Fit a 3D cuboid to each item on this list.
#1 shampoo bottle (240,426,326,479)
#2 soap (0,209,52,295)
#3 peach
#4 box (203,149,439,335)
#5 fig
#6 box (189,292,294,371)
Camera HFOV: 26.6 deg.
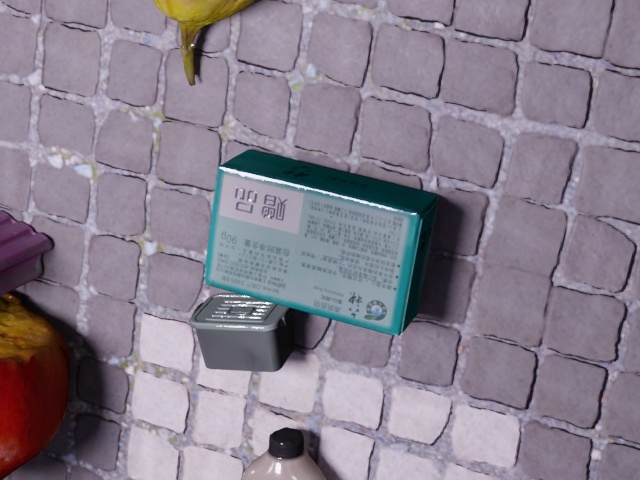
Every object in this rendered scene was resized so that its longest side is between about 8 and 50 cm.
[{"bbox_3d":[-0.045,0.353,1.674,0.127,0.078,0.256,10,112,23],"label":"shampoo bottle"},{"bbox_3d":[-0.432,0.021,1.651,0.122,0.203,0.065,28,111,13],"label":"soap"},{"bbox_3d":[-0.476,0.148,1.670,0.281,0.281,0.338,-36,92,26],"label":"peach"},{"bbox_3d":[0.000,0.000,1.545,0.245,0.092,0.153,15,110,15],"label":"box"},{"bbox_3d":[-0.131,-0.280,1.498,0.159,0.159,0.257,24,132,12],"label":"fig"},{"bbox_3d":[-0.089,0.111,1.620,0.122,0.084,0.069,1,116,21],"label":"box"}]
